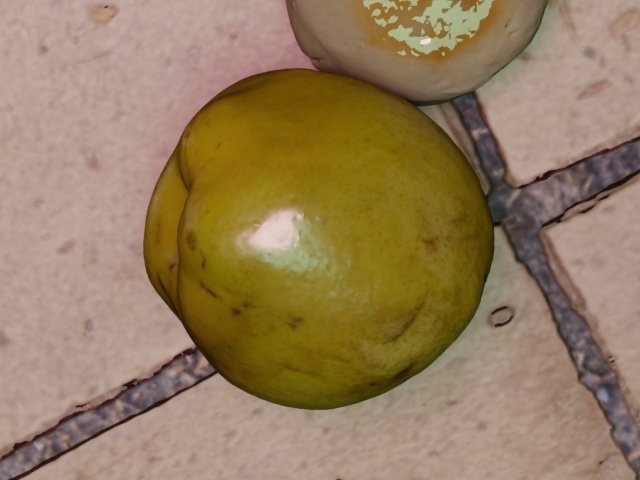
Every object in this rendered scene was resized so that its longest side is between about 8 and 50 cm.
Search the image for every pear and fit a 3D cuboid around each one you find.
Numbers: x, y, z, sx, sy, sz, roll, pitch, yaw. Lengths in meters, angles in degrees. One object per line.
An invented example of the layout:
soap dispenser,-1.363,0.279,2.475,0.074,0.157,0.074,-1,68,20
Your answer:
pear,0.000,0.000,1.017,0.200,0.200,0.200,-1,106,-3

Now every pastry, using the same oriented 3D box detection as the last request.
pastry,0.054,-0.150,1.029,0.156,0.092,0.156,1,108,3
